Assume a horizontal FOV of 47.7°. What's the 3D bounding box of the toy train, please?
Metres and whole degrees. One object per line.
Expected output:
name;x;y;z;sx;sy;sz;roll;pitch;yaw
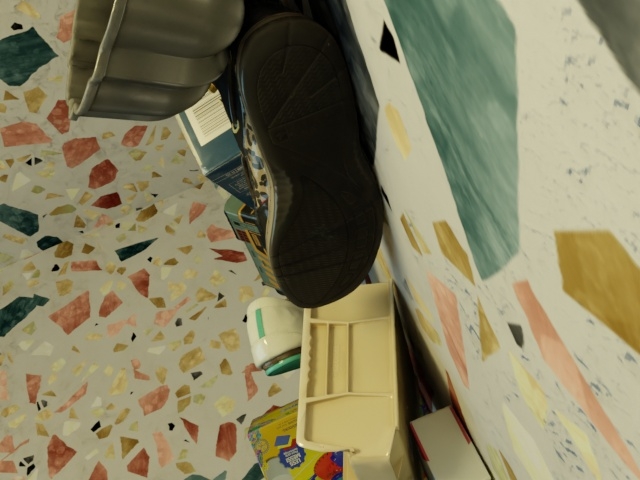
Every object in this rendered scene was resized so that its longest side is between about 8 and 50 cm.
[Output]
toy train;-0.069;0.015;1.496;0.190;0.142;0.334;18;149;31

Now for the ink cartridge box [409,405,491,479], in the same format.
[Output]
ink cartridge box;0.172;0.301;0.934;0.150;0.063;0.109;69;176;-48

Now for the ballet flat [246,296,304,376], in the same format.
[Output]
ballet flat;0.004;0.149;1.224;0.400;0.139;0.139;16;-135;-62

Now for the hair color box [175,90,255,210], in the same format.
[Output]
hair color box;-0.105;-0.144;1.166;0.174;0.105;0.347;64;-171;19

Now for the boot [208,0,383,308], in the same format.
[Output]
boot;-0.049;-0.129;0.854;0.284;0.138;0.377;-119;11;-46

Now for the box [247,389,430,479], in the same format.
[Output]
box;0.064;0.389;1.249;0.177;0.289;0.279;114;132;-84

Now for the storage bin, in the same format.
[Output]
storage bin;0.062;0.232;0.985;0.262;0.123;0.260;72;-164;-46

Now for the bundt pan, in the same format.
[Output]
bundt pan;-0.149;-0.265;0.697;0.331;0.124;0.331;-30;56;56
